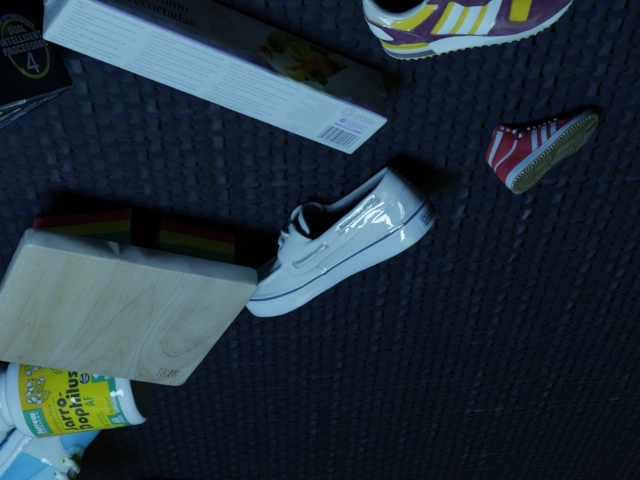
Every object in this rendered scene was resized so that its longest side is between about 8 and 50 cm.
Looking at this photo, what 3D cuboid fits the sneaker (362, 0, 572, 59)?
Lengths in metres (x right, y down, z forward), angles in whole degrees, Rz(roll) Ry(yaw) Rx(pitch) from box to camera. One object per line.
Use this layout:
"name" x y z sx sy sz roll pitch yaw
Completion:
"sneaker" 0.127 -0.210 1.039 0.185 0.069 0.084 -16 151 16

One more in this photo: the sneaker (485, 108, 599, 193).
"sneaker" 0.222 -0.106 1.248 0.118 0.067 0.042 -38 141 -3

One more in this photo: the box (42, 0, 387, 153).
"box" -0.085 -0.164 1.091 0.324 0.063 0.067 17 140 -30

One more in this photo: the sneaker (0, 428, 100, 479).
"sneaker" -0.353 0.355 1.629 0.319 0.208 0.127 -45 157 -8

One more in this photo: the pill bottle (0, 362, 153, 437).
"pill bottle" -0.329 0.189 1.562 0.208 0.117 0.117 -8 147 7

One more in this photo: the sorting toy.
"sorting toy" -0.237 0.056 1.392 0.255 0.089 0.257 11 145 -23

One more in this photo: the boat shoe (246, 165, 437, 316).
"boat shoe" 0.000 0.000 1.338 0.267 0.096 0.088 -26 114 39

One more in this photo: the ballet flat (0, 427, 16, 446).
"ballet flat" -0.474 0.275 1.694 0.139 0.139 0.400 -5 151 2

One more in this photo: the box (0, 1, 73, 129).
"box" -0.447 -0.059 1.018 0.395 0.097 0.318 -23 -172 28
